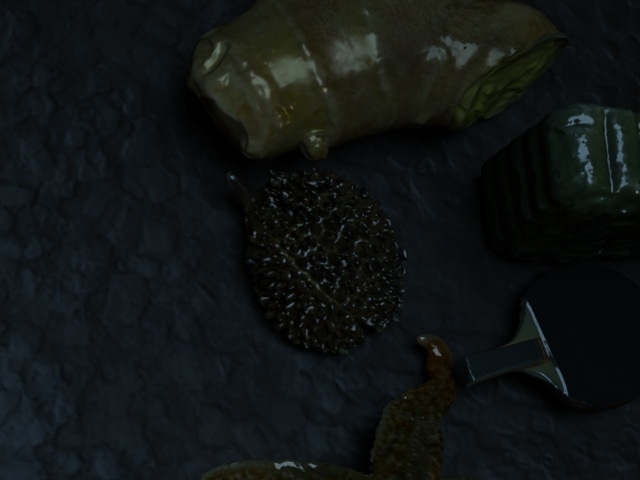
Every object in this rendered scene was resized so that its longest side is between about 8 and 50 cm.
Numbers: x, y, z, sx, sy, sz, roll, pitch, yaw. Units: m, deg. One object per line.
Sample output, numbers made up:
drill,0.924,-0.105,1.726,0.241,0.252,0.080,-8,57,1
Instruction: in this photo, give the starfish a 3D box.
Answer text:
starfish,0.061,0.233,1.424,0.327,0.094,0.375,25,55,-5

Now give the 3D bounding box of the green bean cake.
green bean cake,0.250,-0.044,1.538,0.185,0.183,0.094,0,73,-19

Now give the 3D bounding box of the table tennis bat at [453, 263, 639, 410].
table tennis bat,0.207,0.088,1.552,0.220,0.019,0.130,-12,73,-32

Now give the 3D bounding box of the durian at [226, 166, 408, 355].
durian,0.000,0.000,1.491,0.188,0.091,0.148,39,64,0

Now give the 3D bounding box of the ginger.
ginger,0.054,-0.154,1.548,0.354,0.126,0.190,-1,62,-21
